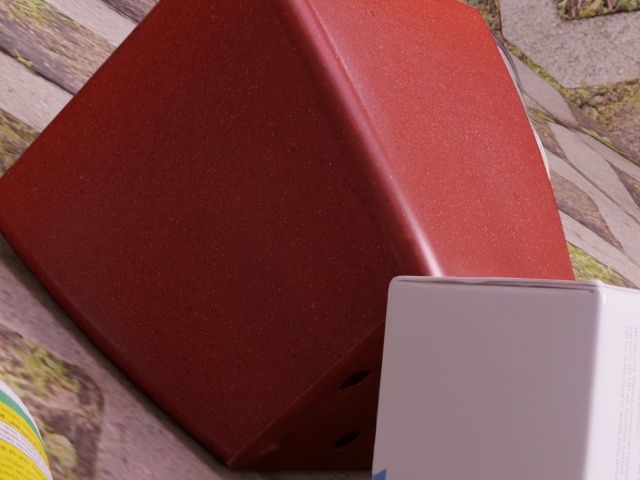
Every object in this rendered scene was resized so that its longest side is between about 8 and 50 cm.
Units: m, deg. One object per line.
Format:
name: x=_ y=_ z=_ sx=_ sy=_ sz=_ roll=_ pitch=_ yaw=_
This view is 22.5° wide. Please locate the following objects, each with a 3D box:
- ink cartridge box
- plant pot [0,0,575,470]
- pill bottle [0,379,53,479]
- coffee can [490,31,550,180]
ink cartridge box: x=0.163 y=0.143 z=0.898 sx=0.129 sy=0.223 sz=0.307 roll=2 pitch=-6 yaw=37
plant pot: x=0.000 y=0.000 z=1.012 sx=0.267 sy=0.267 sz=0.235 roll=11 pitch=42 yaw=-52
pill bottle: x=-0.140 y=0.141 z=0.566 sx=0.118 sy=0.117 sz=0.208 roll=24 pitch=21 yaw=-31
coffee can: x=0.095 y=-0.088 z=1.468 sx=0.202 sy=0.201 sz=0.275 roll=32 pitch=18 yaw=-9
